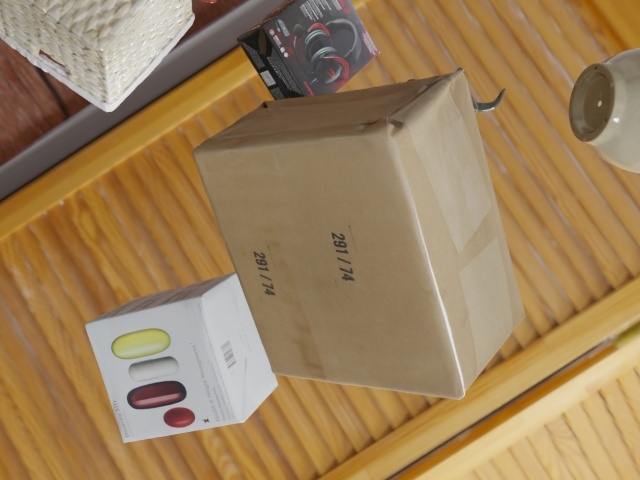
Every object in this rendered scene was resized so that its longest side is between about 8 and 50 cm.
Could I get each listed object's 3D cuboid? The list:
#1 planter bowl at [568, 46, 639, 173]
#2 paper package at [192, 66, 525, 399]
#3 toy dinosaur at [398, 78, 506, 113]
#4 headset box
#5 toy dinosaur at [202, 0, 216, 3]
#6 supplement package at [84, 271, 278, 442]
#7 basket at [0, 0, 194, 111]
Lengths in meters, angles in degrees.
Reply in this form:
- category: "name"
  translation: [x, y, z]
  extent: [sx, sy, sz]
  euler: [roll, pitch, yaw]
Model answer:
- category: "planter bowl"
  translation: [0.375, -0.163, 1.021]
  extent: [0.162, 0.109, 0.162]
  euler: [-176, -90, -74]
- category: "paper package"
  translation: [0.045, -0.006, 0.971]
  extent: [0.309, 0.168, 0.325]
  euler: [0, -61, 40]
- category: "toy dinosaur"
  translation: [0.132, -0.198, 1.260]
  extent: [0.121, 0.313, 0.160]
  euler: [64, -18, -19]
- category: "headset box"
  translation: [-0.014, -0.448, 1.887]
  extent: [0.110, 0.293, 0.218]
  euler: [-6, -57, 51]
- category: "toy dinosaur"
  translation: [-0.171, -0.308, 1.027]
  extent: [0.082, 0.090, 0.047]
  euler: [39, 5, -18]
- category: "supplement package"
  translation: [-0.205, 0.173, 1.250]
  extent: [0.149, 0.203, 0.194]
  euler: [-33, 107, -68]
- category: "basket"
  translation: [-0.492, -0.525, 1.811]
  extent: [0.328, 0.331, 0.266]
  euler: [35, -19, 2]
